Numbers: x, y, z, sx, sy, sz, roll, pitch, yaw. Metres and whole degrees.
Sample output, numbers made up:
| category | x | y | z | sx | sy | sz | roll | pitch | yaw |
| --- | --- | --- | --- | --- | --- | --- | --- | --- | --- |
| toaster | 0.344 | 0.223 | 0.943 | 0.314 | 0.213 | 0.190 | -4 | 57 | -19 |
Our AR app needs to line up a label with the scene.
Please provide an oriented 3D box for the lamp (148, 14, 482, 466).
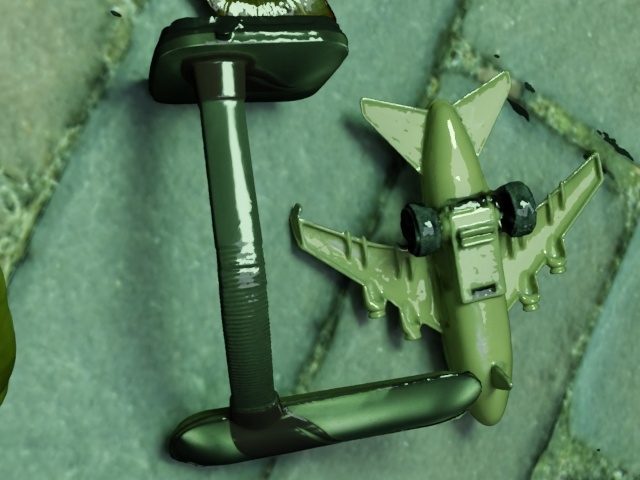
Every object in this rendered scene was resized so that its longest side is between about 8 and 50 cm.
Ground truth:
| category | x | y | z | sx | sy | sz | roll | pitch | yaw |
| --- | --- | --- | --- | --- | --- | --- | --- | --- | --- |
| lamp | 0.002 | 0.002 | 0.934 | 0.203 | 0.124 | 0.283 | -5 | 94 | -14 |

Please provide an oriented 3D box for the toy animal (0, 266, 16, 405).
| category | x | y | z | sx | sy | sz | roll | pitch | yaw |
| --- | --- | --- | --- | --- | --- | --- | --- | --- | --- |
| toy animal | -0.327 | 0.051 | 0.734 | 0.363 | 0.181 | 0.180 | -12 | 115 | -34 |

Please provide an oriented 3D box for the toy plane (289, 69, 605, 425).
| category | x | y | z | sx | sy | sz | roll | pitch | yaw |
| --- | --- | --- | --- | --- | --- | --- | --- | --- | --- |
| toy plane | 0.100 | 0.012 | 1.037 | 0.229 | 0.092 | 0.244 | -13 | 95 | -14 |

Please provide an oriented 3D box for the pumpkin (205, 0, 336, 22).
| category | x | y | z | sx | sy | sz | roll | pitch | yaw |
| --- | --- | --- | --- | --- | --- | --- | --- | --- | --- |
| pumpkin | -0.045 | -0.164 | 0.981 | 0.073 | 0.035 | 0.101 | -36 | 112 | -13 |
